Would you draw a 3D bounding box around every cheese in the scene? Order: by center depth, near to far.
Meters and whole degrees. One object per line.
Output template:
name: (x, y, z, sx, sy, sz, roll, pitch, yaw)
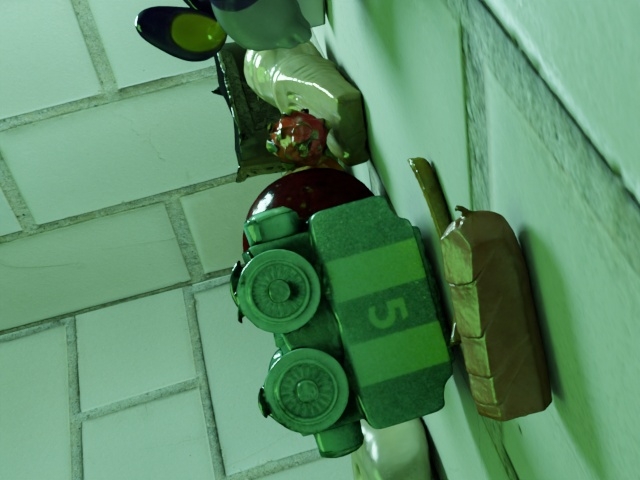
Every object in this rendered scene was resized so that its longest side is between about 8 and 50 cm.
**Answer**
cheese: (0.123, 0.407, 1.646, 0.328, 0.129, 0.351, -115, 12, -71)

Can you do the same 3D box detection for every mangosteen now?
mangosteen: (0.000, 0.000, 1.432, 0.257, 0.215, 0.215, -19, -85, -79)

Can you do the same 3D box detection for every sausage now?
sausage: (0.133, 0.050, 0.753, 0.065, 0.065, 0.169, -130, 27, -80)

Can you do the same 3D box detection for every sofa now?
sofa: (-0.080, -0.252, 1.753, 0.182, 0.200, 0.258, 102, 156, -56)

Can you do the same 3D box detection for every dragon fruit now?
dragon fruit: (-0.034, -0.141, 1.380, 0.086, 0.081, 0.116, 38, 164, -9)

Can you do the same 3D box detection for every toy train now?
toy train: (0.024, 0.094, 1.137, 0.167, 0.238, 0.299, 169, 84, -85)

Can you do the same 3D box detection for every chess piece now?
chess piece: (-0.008, -0.218, 1.461, 0.301, 0.137, 0.137, -131, 24, -55)

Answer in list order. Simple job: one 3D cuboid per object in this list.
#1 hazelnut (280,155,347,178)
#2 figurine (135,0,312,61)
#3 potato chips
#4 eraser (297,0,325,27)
hazelnut: (-0.005, -0.069, 1.689, 0.150, 0.150, 0.150, 165, 90, -86)
figurine: (-0.082, -0.295, 1.077, 0.193, 0.154, 0.421, 39, 164, -3)
potato chips: (0.122, 0.005, 0.964, 0.026, 0.037, 0.204, 111, 150, -66)
eraser: (-0.044, -0.433, 1.470, 0.095, 0.052, 0.225, 87, 167, -62)
